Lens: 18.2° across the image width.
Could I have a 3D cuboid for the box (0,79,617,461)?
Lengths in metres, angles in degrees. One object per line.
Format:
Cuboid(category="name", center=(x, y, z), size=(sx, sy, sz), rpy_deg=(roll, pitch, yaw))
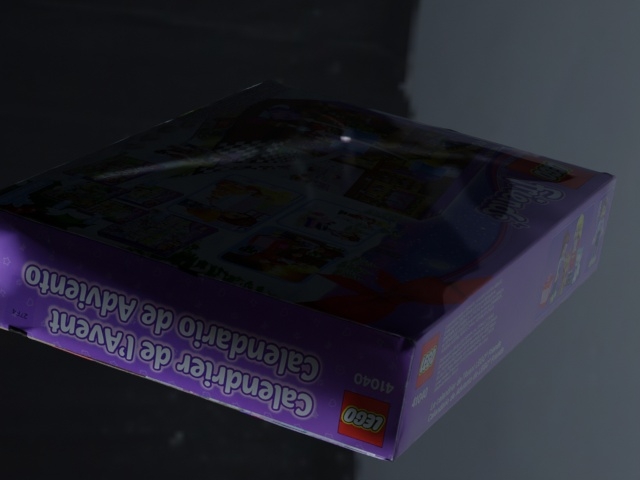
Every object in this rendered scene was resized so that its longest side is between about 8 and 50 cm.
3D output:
Cuboid(category="box", center=(0.000, 0.000, 0.925), size=(0.201, 0.293, 0.057), rpy_deg=(17, 110, 20))
